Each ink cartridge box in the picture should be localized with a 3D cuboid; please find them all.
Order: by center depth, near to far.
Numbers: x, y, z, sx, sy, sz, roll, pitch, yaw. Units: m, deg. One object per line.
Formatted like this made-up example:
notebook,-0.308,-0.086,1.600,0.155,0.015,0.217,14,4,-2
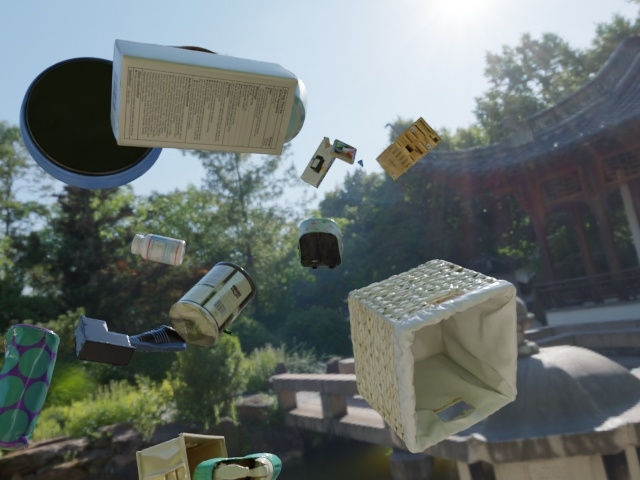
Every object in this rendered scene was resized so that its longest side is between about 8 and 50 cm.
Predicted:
ink cartridge box,-0.001,-0.301,2.078,0.072,0.175,0.127,31,2,4

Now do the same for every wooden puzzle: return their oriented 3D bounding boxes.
wooden puzzle,0.060,-0.232,1.347,0.117,0.078,0.014,20,-46,-12

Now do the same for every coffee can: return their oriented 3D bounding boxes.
coffee can,-0.400,0.235,1.950,0.202,0.201,0.275,-16,21,33

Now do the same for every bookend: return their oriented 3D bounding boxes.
bookend,-0.700,0.323,1.681,0.156,0.072,0.157,20,12,-36

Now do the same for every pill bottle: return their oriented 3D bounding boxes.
pill bottle,-0.538,0.028,1.731,0.160,0.087,0.087,12,-11,-5

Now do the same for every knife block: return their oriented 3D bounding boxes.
knife block,0.283,-0.294,1.542,0.242,0.088,0.276,-44,2,-39

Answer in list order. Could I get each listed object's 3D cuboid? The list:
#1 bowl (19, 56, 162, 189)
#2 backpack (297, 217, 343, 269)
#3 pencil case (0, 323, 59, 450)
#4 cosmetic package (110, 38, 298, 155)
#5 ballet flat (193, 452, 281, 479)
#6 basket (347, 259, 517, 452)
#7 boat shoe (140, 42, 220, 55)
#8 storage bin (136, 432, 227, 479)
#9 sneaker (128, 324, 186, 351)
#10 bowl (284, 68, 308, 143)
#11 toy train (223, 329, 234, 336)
bowl,-0.642,-0.342,1.485,0.392,0.390,0.077,-6,-9,-21
backpack,0.000,0.000,1.907,0.166,0.144,0.188,0,-39,9
pencil case,-0.392,0.190,0.673,0.070,0.151,0.064,5,-26,0
cosmetic package,-0.215,-0.257,0.961,0.310,0.113,0.160,-1,-56,-29
ballet flat,-0.180,0.561,1.252,0.247,0.083,0.087,13,-25,-37
basket,0.263,0.252,1.253,0.329,0.331,0.266,-18,23,-24
boat shoe,-0.477,-0.597,1.745,0.342,0.123,0.123,-4,24,-32
storage bin,-0.311,0.620,1.256,0.123,0.260,0.262,-19,-24,3
sneaker,-0.618,0.366,1.957,0.232,0.090,0.081,12,-36,-36
bowl,-0.180,-0.483,1.974,0.312,0.311,0.163,-9,36,-12
toy train,-0.359,0.346,1.965,0.083,0.017,0.023,9,-31,39
